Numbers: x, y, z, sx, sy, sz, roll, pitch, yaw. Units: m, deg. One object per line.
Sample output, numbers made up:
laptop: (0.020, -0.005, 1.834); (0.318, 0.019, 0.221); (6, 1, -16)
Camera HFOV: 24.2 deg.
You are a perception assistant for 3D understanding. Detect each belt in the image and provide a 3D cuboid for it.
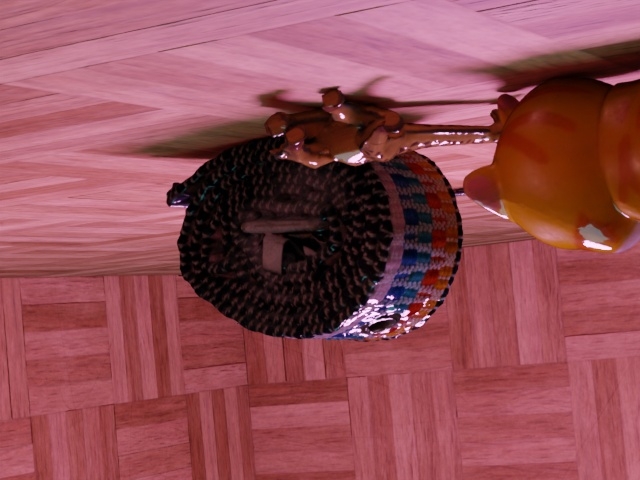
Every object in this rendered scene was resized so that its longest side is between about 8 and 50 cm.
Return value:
belt: (0.000, 0.000, 1.495); (0.295, 0.207, 0.160); (-6, 175, 43)

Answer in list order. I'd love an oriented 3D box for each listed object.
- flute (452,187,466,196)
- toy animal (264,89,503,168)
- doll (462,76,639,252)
flute: (0.304, -0.082, 2.190); (0.269, 0.014, 0.014); (-6, 177, 16)
toy animal: (0.062, -0.094, 1.301); (0.149, 0.054, 0.275); (-12, 170, 39)
doll: (0.268, -0.067, 1.209); (0.269, 0.162, 0.167); (-14, -157, 33)
